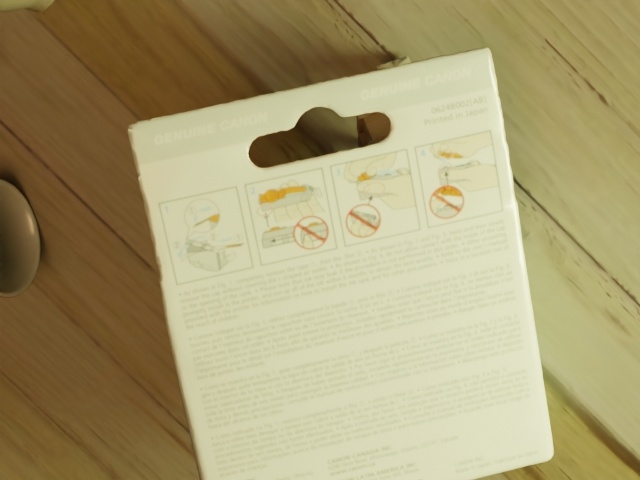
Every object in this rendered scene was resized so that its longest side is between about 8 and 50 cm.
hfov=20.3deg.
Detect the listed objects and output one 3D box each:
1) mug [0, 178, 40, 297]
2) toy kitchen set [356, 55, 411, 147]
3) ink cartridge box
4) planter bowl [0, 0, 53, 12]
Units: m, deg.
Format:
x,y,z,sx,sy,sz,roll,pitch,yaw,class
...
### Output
x,y,z,sx,sy,sz,roll,pitch,yaw,class
-0.366,-0.005,1.716,0.169,0.150,0.113,-11,147,28,mug
0.070,-0.108,1.541,0.083,0.075,0.068,-20,67,-6,toy kitchen set
0.019,0.042,1.522,0.308,0.091,0.385,-13,110,-5,ink cartridge box
-0.266,-0.259,1.523,0.109,0.162,0.162,26,124,-24,planter bowl
